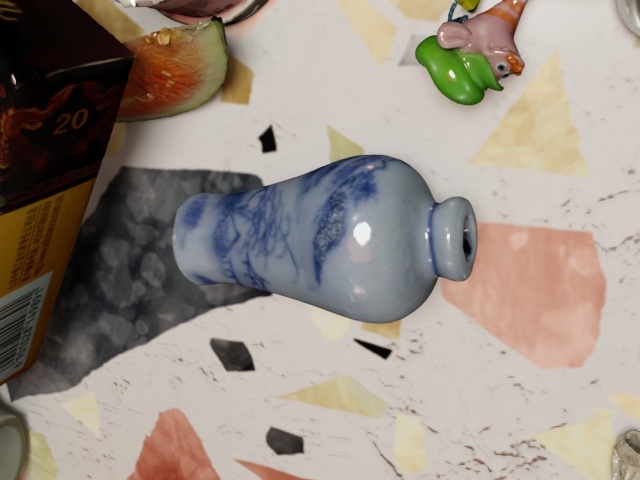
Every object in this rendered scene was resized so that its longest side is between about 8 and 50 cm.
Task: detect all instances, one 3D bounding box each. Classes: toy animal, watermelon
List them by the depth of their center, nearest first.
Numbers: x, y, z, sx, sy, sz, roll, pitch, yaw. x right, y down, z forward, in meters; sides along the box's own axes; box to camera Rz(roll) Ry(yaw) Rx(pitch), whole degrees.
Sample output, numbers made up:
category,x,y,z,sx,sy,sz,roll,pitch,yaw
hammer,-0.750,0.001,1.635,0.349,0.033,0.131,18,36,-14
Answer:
category,x,y,z,sx,sy,sz,roll,pitch,yaw
toy animal,0.147,-0.199,0.469,0.103,0.100,0.208,56,133,25
watermelon,-0.169,-0.145,0.574,0.245,0.119,0.063,-5,92,27

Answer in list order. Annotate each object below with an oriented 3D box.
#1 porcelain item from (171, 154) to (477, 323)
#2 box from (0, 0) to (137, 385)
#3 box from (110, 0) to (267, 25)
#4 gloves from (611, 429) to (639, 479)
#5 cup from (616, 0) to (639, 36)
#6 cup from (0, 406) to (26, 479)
category,x,y,z,sx,sy,sz,roll,pitch,yaw
porcelain item,0.000,0.000,0.565,0.259,0.141,0.141,-1,108,27
box,-0.340,-0.064,0.577,0.264,0.115,0.415,42,128,9
box,-0.116,-0.246,0.515,0.151,0.135,0.151,6,108,17
gloves,0.283,0.197,0.586,0.044,0.037,0.081,31,129,34
cup,0.284,-0.169,0.372,0.221,0.167,0.202,-7,119,28
cup,-0.487,0.213,0.789,0.233,0.186,0.258,9,83,7
